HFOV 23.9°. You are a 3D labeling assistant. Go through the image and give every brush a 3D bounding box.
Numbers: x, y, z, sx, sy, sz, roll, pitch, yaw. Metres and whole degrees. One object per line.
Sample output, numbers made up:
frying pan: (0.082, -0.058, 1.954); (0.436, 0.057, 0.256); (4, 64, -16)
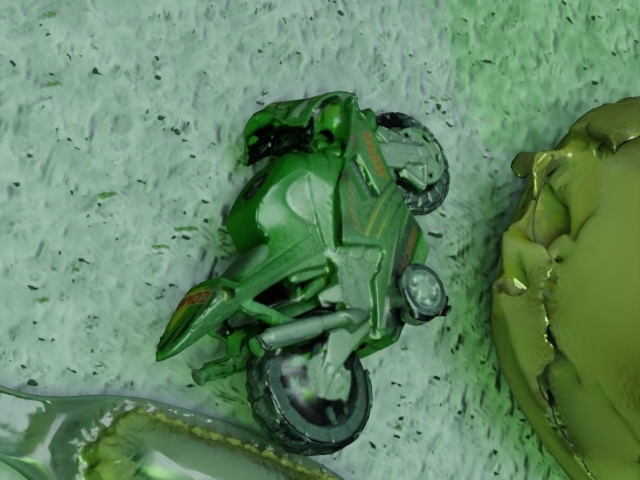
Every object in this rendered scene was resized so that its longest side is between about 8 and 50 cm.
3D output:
brush: (-0.092, 0.084, 0.604); (0.297, 0.060, 0.068); (23, 70, -20)

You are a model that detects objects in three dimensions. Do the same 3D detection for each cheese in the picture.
cheese: (0.213, 0.054, 0.734); (0.316, 0.128, 0.259); (28, 58, -24)

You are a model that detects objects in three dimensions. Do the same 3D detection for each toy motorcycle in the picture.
toy motorcycle: (0.000, 0.000, 0.661); (0.106, 0.074, 0.190); (38, 51, -19)
